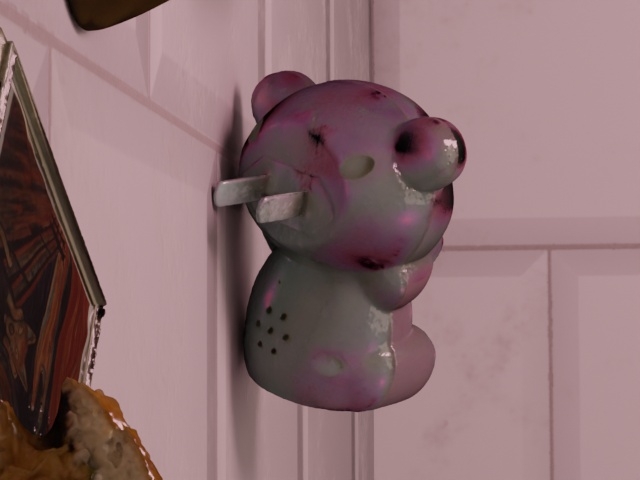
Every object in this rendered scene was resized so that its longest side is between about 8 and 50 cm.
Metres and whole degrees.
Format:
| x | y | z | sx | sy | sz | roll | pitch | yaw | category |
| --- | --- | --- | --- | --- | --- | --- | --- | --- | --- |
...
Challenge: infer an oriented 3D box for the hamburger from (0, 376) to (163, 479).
| x | y | z | sx | sy | sz | roll | pitch | yaw | category |
| --- | --- | --- | --- | --- | --- | --- | --- | --- | --- |
| -0.121 | 0.215 | 0.938 | 0.156 | 0.144 | 0.283 | 73 | 16 | -67 | hamburger |

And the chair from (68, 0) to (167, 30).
| x | y | z | sx | sy | sz | roll | pitch | yaw | category |
| --- | --- | --- | --- | --- | --- | --- | --- | --- | --- |
| -0.073 | -0.254 | 1.288 | 0.159 | 0.247 | 0.172 | 80 | -12 | -54 | chair |

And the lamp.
| x | y | z | sx | sy | sz | roll | pitch | yaw | category |
| --- | --- | --- | --- | --- | --- | --- | --- | --- | --- |
| 0.000 | 0.000 | 1.809 | 0.247 | 0.247 | 0.301 | -9 | 115 | -43 | lamp |

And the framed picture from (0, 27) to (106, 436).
| x | y | z | sx | sy | sz | roll | pitch | yaw | category |
| --- | --- | --- | --- | --- | --- | --- | --- | --- | --- |
| -0.165 | 0.044 | 1.108 | 0.273 | 0.016 | 0.216 | 79 | 12 | -54 | framed picture |
